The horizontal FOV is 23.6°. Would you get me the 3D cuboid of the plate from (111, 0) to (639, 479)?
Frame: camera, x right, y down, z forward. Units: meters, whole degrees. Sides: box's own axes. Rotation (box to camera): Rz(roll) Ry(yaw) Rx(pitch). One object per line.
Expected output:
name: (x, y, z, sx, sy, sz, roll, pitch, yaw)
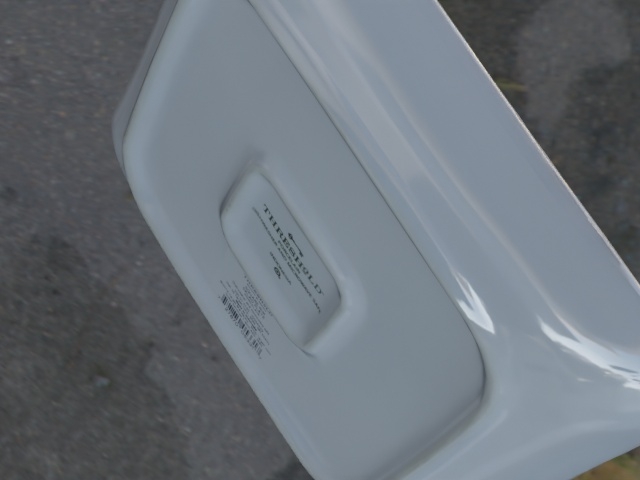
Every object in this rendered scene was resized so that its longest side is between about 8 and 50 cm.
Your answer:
plate: (0.000, 0.000, 0.633, 0.045, 0.278, 0.277, -29, 79, -27)
